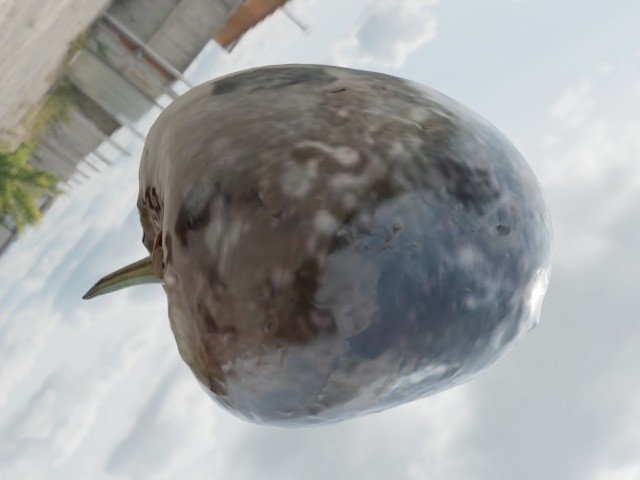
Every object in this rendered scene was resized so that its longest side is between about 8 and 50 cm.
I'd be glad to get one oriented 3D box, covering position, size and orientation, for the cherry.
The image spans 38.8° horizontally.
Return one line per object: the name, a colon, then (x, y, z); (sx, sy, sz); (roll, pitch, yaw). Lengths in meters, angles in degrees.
cherry: (0.000, 0.000, 0.576); (0.255, 0.296, 0.218); (-133, -138, -66)
